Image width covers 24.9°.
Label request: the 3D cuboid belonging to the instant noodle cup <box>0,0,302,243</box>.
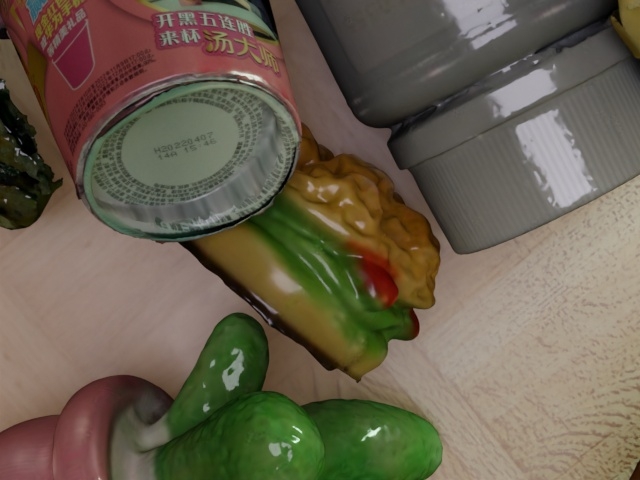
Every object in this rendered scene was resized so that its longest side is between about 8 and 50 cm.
[{"bbox_3d":[-0.124,-0.144,1.080,0.244,0.244,0.255,-23,52,4],"label":"instant noodle cup"}]

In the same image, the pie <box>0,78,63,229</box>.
[{"bbox_3d":[-0.359,-0.160,1.157,0.078,0.296,0.371,-47,126,-31],"label":"pie"}]

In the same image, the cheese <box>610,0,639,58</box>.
[{"bbox_3d":[0.317,-0.245,1.095,0.128,0.259,0.316,1,60,28],"label":"cheese"}]

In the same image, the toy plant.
[{"bbox_3d":[-0.110,0.203,1.200,0.356,0.317,0.211,-29,70,17],"label":"toy plant"}]

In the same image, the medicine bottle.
[{"bbox_3d":[0.126,-0.167,1.145,0.245,0.245,0.306,-27,92,4],"label":"medicine bottle"}]

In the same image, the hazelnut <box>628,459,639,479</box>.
[{"bbox_3d":[0.407,0.240,1.138,0.372,0.315,0.372,4,123,6],"label":"hazelnut"}]

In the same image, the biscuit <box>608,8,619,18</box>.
[{"bbox_3d":[0.287,-0.279,1.227,0.150,0.052,0.252,-1,96,3],"label":"biscuit"}]

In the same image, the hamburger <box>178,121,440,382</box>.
[{"bbox_3d":[0.000,0.000,1.177,0.237,0.237,0.149,41,89,-1],"label":"hamburger"}]
